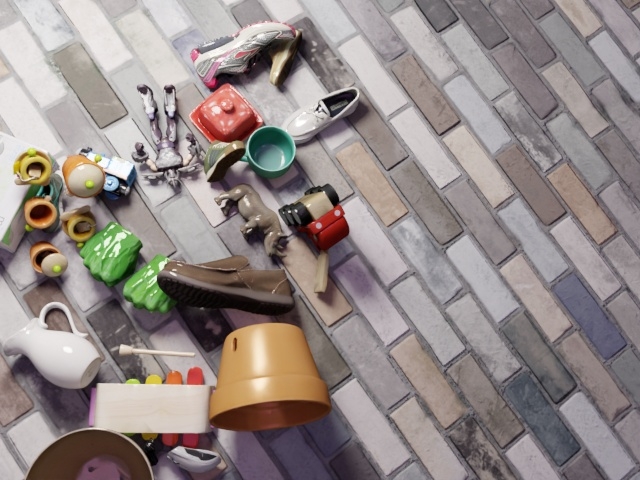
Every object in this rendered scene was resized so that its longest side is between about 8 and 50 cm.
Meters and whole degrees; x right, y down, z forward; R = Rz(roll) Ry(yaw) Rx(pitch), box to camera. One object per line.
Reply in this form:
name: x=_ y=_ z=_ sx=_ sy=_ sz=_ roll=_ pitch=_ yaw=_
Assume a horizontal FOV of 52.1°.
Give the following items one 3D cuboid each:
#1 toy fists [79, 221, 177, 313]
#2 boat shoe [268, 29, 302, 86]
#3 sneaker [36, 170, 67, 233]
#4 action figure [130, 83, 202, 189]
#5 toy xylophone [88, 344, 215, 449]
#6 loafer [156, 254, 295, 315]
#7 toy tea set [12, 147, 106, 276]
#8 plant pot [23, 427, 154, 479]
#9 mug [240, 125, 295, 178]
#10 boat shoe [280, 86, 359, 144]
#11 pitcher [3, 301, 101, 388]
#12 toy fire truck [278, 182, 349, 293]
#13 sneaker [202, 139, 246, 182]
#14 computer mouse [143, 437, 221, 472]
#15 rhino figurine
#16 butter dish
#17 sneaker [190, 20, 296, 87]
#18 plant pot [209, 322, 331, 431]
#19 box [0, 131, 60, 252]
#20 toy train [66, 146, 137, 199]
toy fists: x=-0.481 y=0.082 z=1.674 sx=0.279 sy=0.096 sz=0.142 roll=36 pitch=60 yaw=0
boat shoe: x=-0.116 y=-0.525 z=1.878 sx=0.072 sy=0.068 sz=0.190 roll=18 pitch=67 yaw=9
sneaker: x=-0.696 y=-0.097 z=1.669 sx=0.064 sy=0.076 sz=0.167 roll=15 pitch=101 yaw=15
action figure: x=-0.420 y=-0.273 z=1.759 sx=0.185 sy=0.099 sz=0.285 roll=-10 pitch=83 yaw=-15
toy xylophone: x=-0.409 y=0.386 z=1.626 sx=0.322 sy=0.081 sz=0.236 roll=11 pitch=77 yaw=-6
loafer: x=-0.239 y=0.102 z=1.671 sx=0.365 sy=0.133 sz=0.130 roll=15 pitch=60 yaw=-29
toy tea set: x=-0.630 y=-0.063 z=1.608 sx=0.199 sy=0.124 sz=0.336 roll=-11 pitch=121 yaw=-33
plant pot: x=-0.517 y=0.575 z=1.515 sx=0.283 sy=0.191 sz=0.284 roll=2 pitch=77 yaw=-7
mug: x=-0.148 y=-0.242 z=1.789 sx=0.157 sy=0.097 sz=0.130 roll=28 pitch=76 yaw=-1
boat shoe: x=-0.003 y=-0.361 z=1.842 sx=0.258 sy=0.084 sz=0.095 roll=-35 pitch=85 yaw=-14
pitcher: x=-0.635 y=0.256 z=1.611 sx=0.207 sy=0.125 sz=0.178 roll=26 pitch=60 yaw=9
toy fire truck: x=0.000 y=0.000 z=1.712 sx=0.158 sy=0.217 sz=0.246 roll=-34 pitch=100 yaw=-13
sneaker: x=-0.265 y=-0.231 z=1.730 sx=0.064 sy=0.192 sz=0.086 roll=-9 pitch=73 yaw=-36
computer mouse: x=-0.339 y=0.535 z=1.601 sx=0.192 sy=0.106 sz=0.042 roll=13 pitch=42 yaw=-9
rhino figurine: x=-0.169 y=-0.051 z=1.759 sx=0.106 sy=0.073 sz=0.243 roll=-40 pitch=88 yaw=-11
butter dish: x=-0.255 y=-0.349 z=1.785 sx=0.160 sy=0.118 sz=0.160 roll=-43 pitch=88 yaw=-14
sneaker: x=-0.206 y=-0.524 z=1.832 sx=0.299 sy=0.121 sz=0.112 roll=-21 pitch=94 yaw=5
plant pot: x=-0.130 y=0.330 z=1.595 sx=0.290 sy=0.291 sz=0.204 roll=-4 pitch=62 yaw=-9
box: x=-0.834 y=-0.136 z=1.655 sx=0.231 sy=0.127 sz=0.262 roll=23 pitch=75 yaw=-1
toy train: x=-0.580 y=-0.181 z=1.726 sx=0.184 sy=0.080 sz=0.105 roll=21 pitch=68 yaw=0
